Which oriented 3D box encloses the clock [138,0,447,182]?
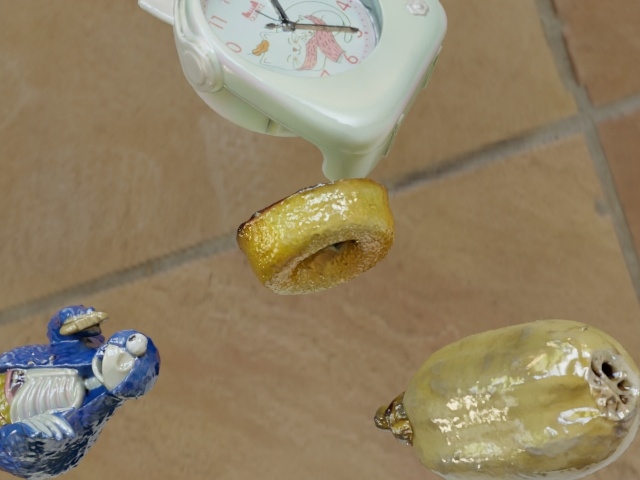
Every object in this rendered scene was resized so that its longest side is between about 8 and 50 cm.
[{"bbox_3d":[-0.036,-0.230,1.737,0.324,0.265,0.108,27,144,5],"label":"clock"}]

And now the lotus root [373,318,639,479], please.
[{"bbox_3d":[0.194,0.179,1.630,0.342,0.151,0.169,-18,85,49],"label":"lotus root"}]

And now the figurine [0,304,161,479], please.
[{"bbox_3d":[-0.228,0.141,1.353,0.121,0.164,0.262,44,145,-24],"label":"figurine"}]

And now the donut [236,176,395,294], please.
[{"bbox_3d":[0.000,0.000,1.426,0.152,0.058,0.152,-16,156,-7],"label":"donut"}]
